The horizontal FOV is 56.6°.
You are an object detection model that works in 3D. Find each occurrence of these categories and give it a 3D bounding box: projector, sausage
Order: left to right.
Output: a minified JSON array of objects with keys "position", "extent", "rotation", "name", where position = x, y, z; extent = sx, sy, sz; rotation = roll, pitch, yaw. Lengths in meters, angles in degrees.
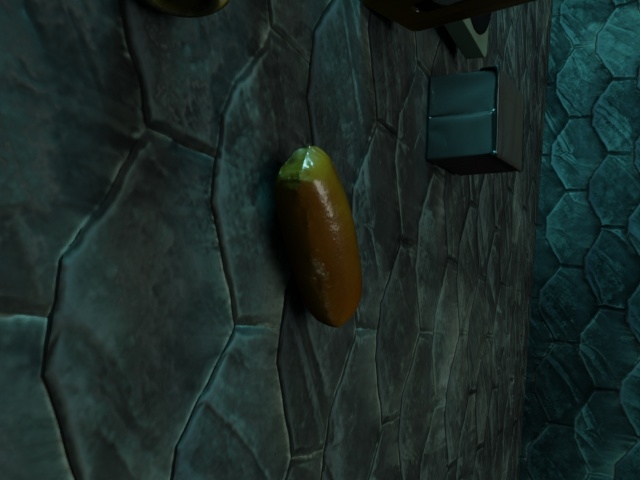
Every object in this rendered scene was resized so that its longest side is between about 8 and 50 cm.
[{"position":[0.000,0.000,0.727],"extent":[0.098,0.098,0.238],"rotation":[-52,139,-47],"name":"sausage"},{"position":[0.302,-0.551,1.254],"extent":[0.259,0.079,0.257],"rotation":[14,80,-62],"name":"projector"}]

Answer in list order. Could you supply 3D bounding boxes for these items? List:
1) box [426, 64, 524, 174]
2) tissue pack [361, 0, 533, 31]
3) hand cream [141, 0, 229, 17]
[{"position":[0.337,-0.245,1.276],"extent":[0.252,0.153,0.189],"rotation":[-2,93,-62],"name":"box"},{"position":[0.200,-0.422,0.873],"extent":[0.159,0.246,0.136],"rotation":[4,87,-47],"name":"tissue pack"},{"position":[-0.116,-0.298,0.501],"extent":[0.084,0.083,0.203],"rotation":[13,74,-62],"name":"hand cream"}]
